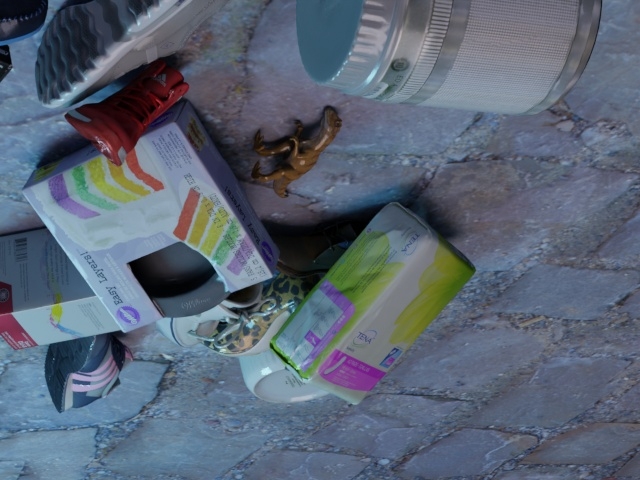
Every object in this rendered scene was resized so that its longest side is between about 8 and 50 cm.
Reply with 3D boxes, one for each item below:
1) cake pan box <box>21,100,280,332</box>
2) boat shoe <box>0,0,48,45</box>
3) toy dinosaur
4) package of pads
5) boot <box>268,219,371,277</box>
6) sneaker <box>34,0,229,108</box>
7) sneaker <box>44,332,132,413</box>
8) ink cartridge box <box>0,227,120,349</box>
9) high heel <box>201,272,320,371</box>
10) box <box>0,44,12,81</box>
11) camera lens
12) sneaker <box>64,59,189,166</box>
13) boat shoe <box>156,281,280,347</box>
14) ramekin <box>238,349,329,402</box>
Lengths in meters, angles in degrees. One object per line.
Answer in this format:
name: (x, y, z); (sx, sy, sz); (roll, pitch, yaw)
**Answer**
cake pan box: (-0.217, -0.021, 1.640); (0.245, 0.070, 0.267); (-19, 118, 21)
boat shoe: (-0.401, -0.254, 1.253); (0.258, 0.109, 0.089); (0, 146, -21)
toy dinosaur: (-0.042, -0.097, 1.680); (0.112, 0.064, 0.211); (7, 148, -29)
package of pads: (0.080, 0.098, 1.885); (0.296, 0.101, 0.229); (-50, 151, 3)
boot: (0.000, 0.000, 1.876); (0.219, 0.082, 0.106); (14, 126, -38)
sneaker: (-0.206, -0.217, 1.376); (0.281, 0.105, 0.115); (-27, 154, 34)
sneaker: (-0.366, 0.175, 2.051); (0.131, 0.112, 0.319); (-14, 158, -28)
ink cartridge box: (-0.377, 0.064, 1.798); (0.176, 0.128, 0.127); (-10, 151, 3)
high heel: (-0.107, 0.098, 2.028); (0.261, 0.186, 0.093); (11, -171, 35)
box: (-0.473, -0.181, 1.391); (0.190, 0.045, 0.184); (23, 126, -42)
camera lens: (0.135, -0.247, 1.304); (0.274, 0.219, 0.219); (3, 149, -21)
sneaker: (-0.216, -0.159, 1.428); (0.087, 0.221, 0.128); (44, 89, -14)
boat shoe: (-0.138, 0.074, 1.838); (0.156, 0.136, 0.367); (34, 145, 12)
ramekin: (-0.044, 0.199, 2.160); (0.207, 0.109, 0.207); (-7, 150, -4)
